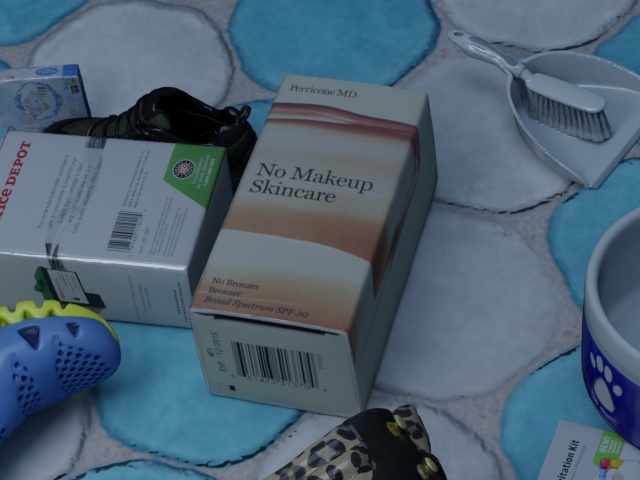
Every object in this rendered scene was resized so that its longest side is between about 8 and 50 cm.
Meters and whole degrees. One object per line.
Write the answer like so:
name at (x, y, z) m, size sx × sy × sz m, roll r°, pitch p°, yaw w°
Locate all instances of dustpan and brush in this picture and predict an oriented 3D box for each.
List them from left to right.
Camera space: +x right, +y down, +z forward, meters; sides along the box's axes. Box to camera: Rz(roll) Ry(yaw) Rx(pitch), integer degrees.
dustpan and brush at (0.216, -0.151, 1.910) m, size 0.211 × 0.060 × 0.147 m, roll 26°, pitch 56°, yaw 26°

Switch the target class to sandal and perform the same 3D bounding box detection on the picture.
sandal at (-0.316, 0.159, 1.666) m, size 0.317 × 0.126 × 0.138 m, roll -24°, pitch 53°, yaw -4°

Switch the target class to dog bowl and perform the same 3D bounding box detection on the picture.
dog bowl at (0.354, 0.076, 1.639) m, size 0.264 × 0.104 × 0.265 m, roll -1°, pitch 39°, yaw 1°

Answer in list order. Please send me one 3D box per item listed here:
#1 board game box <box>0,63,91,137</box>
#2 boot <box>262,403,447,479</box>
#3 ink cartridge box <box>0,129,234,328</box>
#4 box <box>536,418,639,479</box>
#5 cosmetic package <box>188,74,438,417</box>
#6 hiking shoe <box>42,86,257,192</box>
board game box at (-0.279, -0.137, 1.933) m, size 0.090 × 0.090 × 0.020 m, roll -4°, pitch 50°, yaw 2°
boot at (0.132, 0.242, 1.446) m, size 0.377 × 0.138 × 0.284 m, roll -30°, pitch 66°, yaw -17°
ink cartridge box at (-0.206, -0.012, 1.813) m, size 0.219 × 0.093 × 0.160 m, roll 5°, pitch 49°, yaw 11°
box at (0.265, 0.232, 1.582) m, size 0.186 × 0.038 × 0.145 m, roll 13°, pitch 51°, yaw 19°
cosmetic package at (0.000, 0.000, 1.755) m, size 0.153 × 0.129 × 0.296 m, roll 7°, pitch 49°, yaw 14°
hiking shoe at (-0.168, -0.111, 1.882) m, size 0.226 × 0.114 × 0.086 m, roll 2°, pitch 48°, yaw 8°
